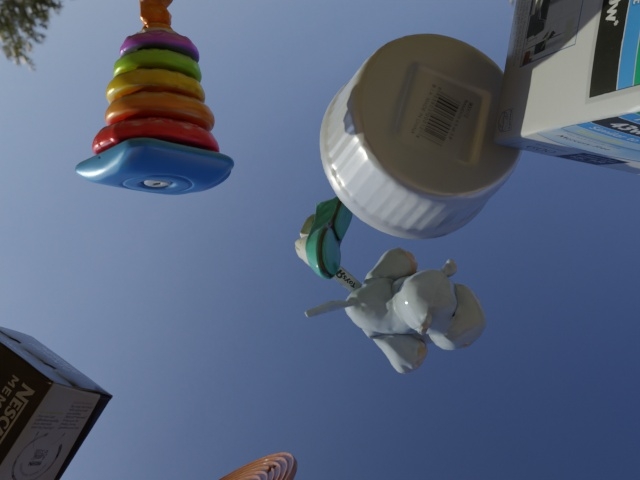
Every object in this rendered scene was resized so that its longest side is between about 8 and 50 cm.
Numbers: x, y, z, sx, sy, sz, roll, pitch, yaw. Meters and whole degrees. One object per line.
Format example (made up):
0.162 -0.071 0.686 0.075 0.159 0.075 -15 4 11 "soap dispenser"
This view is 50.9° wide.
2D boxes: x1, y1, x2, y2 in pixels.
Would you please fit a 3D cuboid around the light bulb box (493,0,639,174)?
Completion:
0.445 -0.199 0.731 0.358 0.225 0.361 9 180 -14 "light bulb box"

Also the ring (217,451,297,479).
-0.163 0.360 0.778 0.337 0.032 0.336 -34 180 0 "ring"

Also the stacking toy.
-0.220 -0.219 0.902 0.175 0.301 0.166 -12 167 44 "stacking toy"

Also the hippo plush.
0.183 0.098 1.261 0.237 0.294 0.234 -23 -143 53 "hippo plush"

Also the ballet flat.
0.000 0.000 1.258 0.087 0.083 0.247 -13 -152 20 "ballet flat"

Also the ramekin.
0.147 -0.151 0.944 0.277 0.135 0.277 3 -106 -12 "ramekin"

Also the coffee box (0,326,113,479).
-0.412 0.265 0.795 0.168 0.119 0.297 27 -100 26 "coffee box"
